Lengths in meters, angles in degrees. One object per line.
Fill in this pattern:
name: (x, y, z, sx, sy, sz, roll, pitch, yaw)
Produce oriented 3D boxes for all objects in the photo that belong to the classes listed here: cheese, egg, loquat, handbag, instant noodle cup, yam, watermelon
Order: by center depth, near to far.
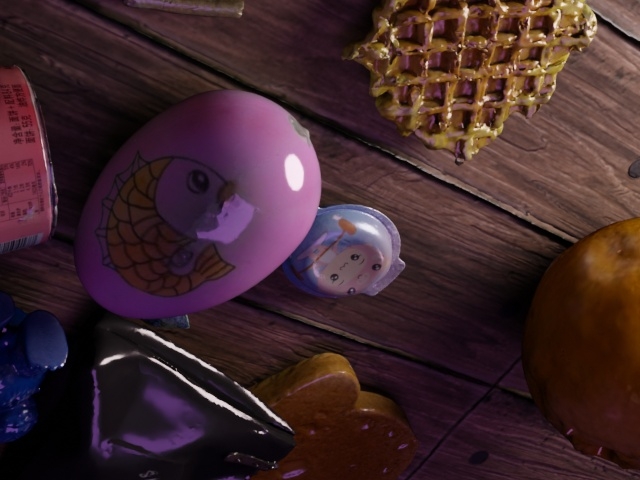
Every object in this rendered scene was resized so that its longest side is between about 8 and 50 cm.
instant noodle cup: (-0.375, -0.058, 0.965, 0.255, 0.244, 0.244, -12, 132, -23)
yam: (-0.128, -0.222, 1.035, 0.116, 0.021, 0.021, 0, 128, -22)
egg: (-0.122, -0.028, 1.087, 0.196, 0.196, 0.271, 24, 121, -34)
watermelon: (-0.173, 0.055, 1.243, 0.085, 0.085, 0.061, -47, 169, 20)
cheese: (0.000, 0.000, 1.248, 0.244, 0.052, 0.135, 31, 113, -37)
handbag: (-0.210, 0.267, 1.303, 0.288, 0.152, 0.342, 23, 119, -22)
loquat: (0.407, 0.124, 1.340, 0.328, 0.328, 0.329, -10, 131, -12)

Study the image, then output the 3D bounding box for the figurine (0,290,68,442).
figurine: (-0.370, 0.140, 1.193, 0.262, 0.121, 0.164, -30, 110, 35)

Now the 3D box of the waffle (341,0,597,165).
waffle: (0.159, -0.207, 1.136, 0.254, 0.052, 0.245, -45, 128, 16)

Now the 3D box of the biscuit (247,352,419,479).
biscuit: (-0.034, 0.256, 1.446, 0.343, 0.057, 0.287, 1, 128, -20)
